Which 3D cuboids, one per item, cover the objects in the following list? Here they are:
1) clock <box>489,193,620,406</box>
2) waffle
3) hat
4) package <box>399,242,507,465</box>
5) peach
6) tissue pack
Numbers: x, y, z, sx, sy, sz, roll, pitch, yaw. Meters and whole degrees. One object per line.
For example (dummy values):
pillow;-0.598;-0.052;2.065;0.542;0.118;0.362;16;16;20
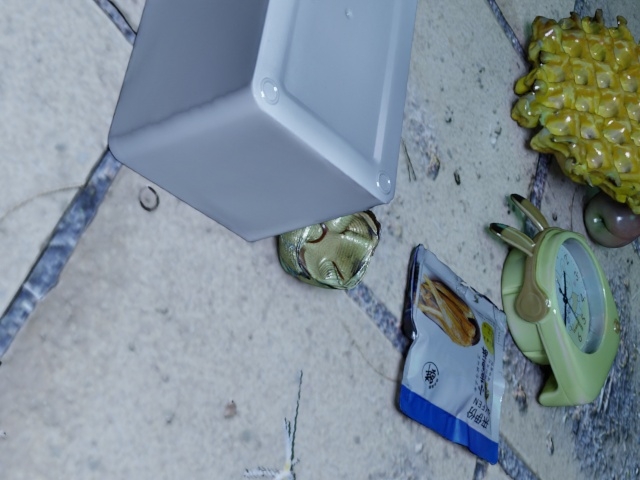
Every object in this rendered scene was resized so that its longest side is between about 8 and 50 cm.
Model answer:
clock;0.266;0.059;1.039;0.170;0.069;0.232;-44;113;-47
waffle;0.387;-0.154;1.155;0.329;0.062;0.329;11;61;-20
hat;0.000;-0.001;0.731;0.077;0.059;0.076;27;75;-39
package;0.134;0.113;0.890;0.171;0.027;0.173;36;50;-40
peach;0.397;-0.031;1.218;0.083;0.083;0.083;18;66;-48
tissue pack;-0.029;-0.147;0.671;0.159;0.136;0.246;34;55;-41
